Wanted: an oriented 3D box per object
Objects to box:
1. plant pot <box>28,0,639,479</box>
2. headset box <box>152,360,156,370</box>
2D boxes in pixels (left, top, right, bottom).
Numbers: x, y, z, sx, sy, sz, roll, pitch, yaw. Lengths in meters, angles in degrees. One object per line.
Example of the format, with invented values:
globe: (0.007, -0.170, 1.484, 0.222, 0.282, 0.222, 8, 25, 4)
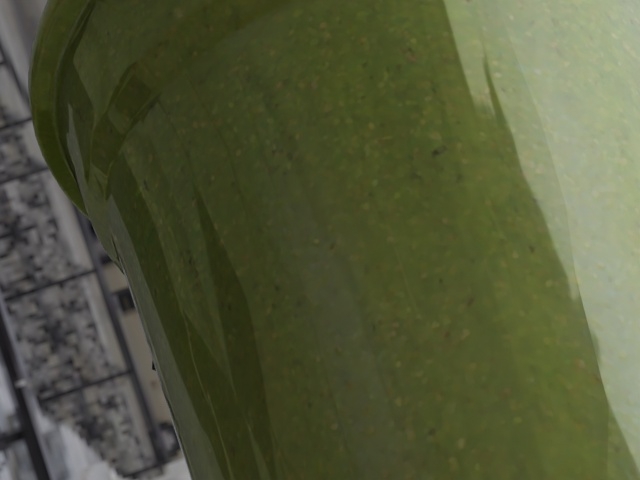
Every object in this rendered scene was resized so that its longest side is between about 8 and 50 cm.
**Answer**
plant pot: (0.047, 0.032, 0.524, 0.276, 0.276, 0.254, 80, -3, -55)
headset box: (0.000, 0.000, 1.365, 0.131, 0.283, 0.246, 17, 71, -61)
